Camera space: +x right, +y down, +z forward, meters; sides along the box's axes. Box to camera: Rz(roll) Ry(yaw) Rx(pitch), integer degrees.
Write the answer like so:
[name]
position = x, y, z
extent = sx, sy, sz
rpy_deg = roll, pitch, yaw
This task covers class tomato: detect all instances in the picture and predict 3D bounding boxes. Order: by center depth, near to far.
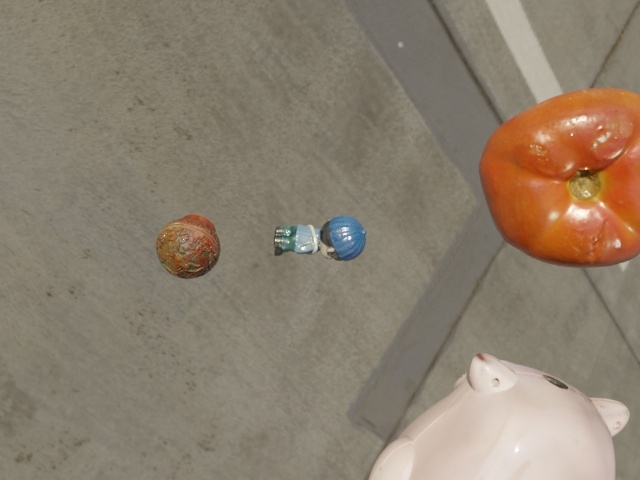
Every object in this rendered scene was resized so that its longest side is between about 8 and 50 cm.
[tomato]
position = 0.349, -0.083, 0.856
extent = 0.180, 0.260, 0.259
rpy_deg = -48, 138, -72

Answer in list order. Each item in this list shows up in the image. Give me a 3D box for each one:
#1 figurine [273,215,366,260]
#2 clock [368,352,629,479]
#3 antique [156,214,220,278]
[figurine]
position = 0.000, -0.007, 0.932
extent = 0.136, 0.077, 0.079
rpy_deg = 8, 131, -3
[clock]
position = 0.267, 0.374, 0.917
extent = 0.368, 0.250, 0.376
rpy_deg = 21, 105, -9
[antique]
position = -0.205, 0.013, 0.966
extent = 0.104, 0.104, 0.104
rpy_deg = -10, 106, -38
